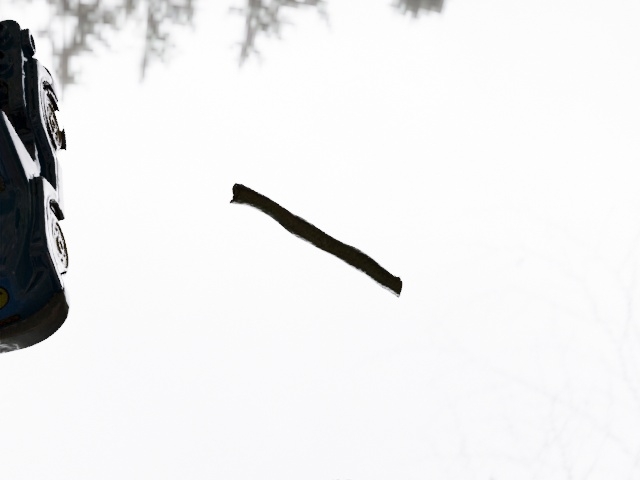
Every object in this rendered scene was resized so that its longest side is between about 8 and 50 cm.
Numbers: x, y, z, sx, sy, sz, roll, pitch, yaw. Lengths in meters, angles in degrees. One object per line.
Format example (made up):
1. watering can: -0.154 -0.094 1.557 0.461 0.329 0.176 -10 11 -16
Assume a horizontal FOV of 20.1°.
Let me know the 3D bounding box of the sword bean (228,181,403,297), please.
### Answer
1. sword bean: 0.000 0.000 0.707 0.083 0.012 0.012 31 -126 -19

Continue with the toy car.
1. toy car: -0.184 -0.037 0.897 0.097 0.100 0.191 -13 -128 4

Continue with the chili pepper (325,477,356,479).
1. chili pepper: 0.063 0.227 0.989 0.116 0.264 0.148 -22 -154 26
